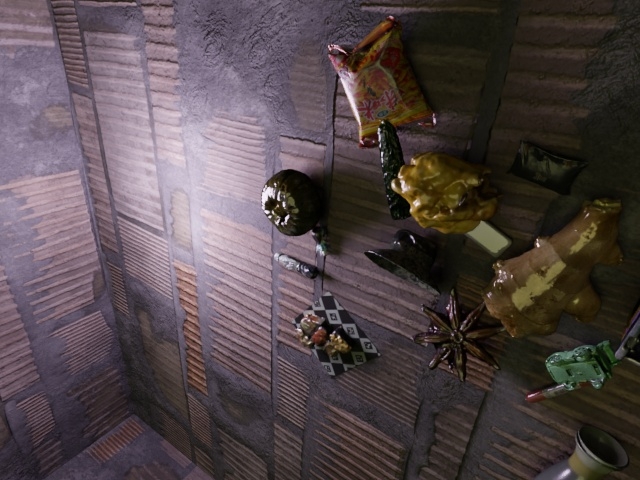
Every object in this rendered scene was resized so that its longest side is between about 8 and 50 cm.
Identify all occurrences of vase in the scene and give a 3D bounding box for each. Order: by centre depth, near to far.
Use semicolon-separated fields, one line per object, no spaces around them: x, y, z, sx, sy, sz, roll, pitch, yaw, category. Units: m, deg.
0.683;0.656;1.097;0.173;0.173;0.322;25;116;26;vase

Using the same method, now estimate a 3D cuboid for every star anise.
0.403;0.274;1.181;0.271;0.102;0.272;-2;86;21;star anise

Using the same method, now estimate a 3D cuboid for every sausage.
0.643;0.395;1.087;0.029;0.029;0.223;51;130;7;sausage

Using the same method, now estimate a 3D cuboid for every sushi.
0.030;0.376;1.518;0.292;0.059;0.294;51;130;6;sushi

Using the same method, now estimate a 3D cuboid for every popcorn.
0.305;-0.111;0.985;0.253;0.191;0.190;19;108;18;popcorn

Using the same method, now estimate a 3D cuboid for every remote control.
0.384;-0.059;1.083;0.261;0.029;0.067;41;121;13;remote control

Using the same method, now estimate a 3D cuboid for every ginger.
0.560;0.089;0.931;0.236;0.166;0.375;55;137;16;ginger

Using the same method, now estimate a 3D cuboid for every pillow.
0.511;-0.163;0.927;0.150;0.048;0.091;29;122;21;pillow

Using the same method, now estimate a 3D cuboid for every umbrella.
-0.093;0.094;1.491;0.188;0.046;0.050;22;102;28;umbrella

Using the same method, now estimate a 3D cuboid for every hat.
0.253;0.042;1.145;0.265;0.265;0.129;27;88;25;hat

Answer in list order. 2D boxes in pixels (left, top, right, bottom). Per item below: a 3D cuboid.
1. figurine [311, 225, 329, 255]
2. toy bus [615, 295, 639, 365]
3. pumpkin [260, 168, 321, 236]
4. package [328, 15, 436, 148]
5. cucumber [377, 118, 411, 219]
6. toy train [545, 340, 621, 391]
0.000;0.000;1.386;0.060;0.047;0.106;-140;32;-64;figurine
0.827;0.206;0.723;0.439;0.249;0.210;27;124;32;toy bus
-0.098;-0.120;1.329;0.223;0.157;0.224;26;134;30;pumpkin
0.158;-0.400;1.048;0.223;0.108;0.288;-9;116;37;package
0.199;-0.190;1.098;0.067;0.067;0.294;6;127;35;cucumber
0.653;0.310;1.016;0.149;0.081;0.099;-33;89;47;toy train
